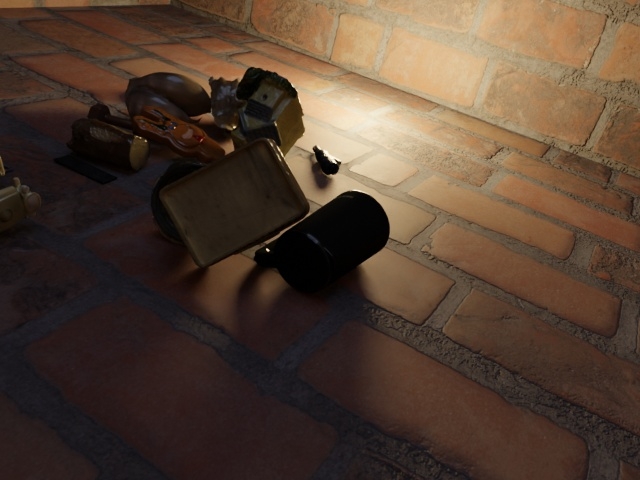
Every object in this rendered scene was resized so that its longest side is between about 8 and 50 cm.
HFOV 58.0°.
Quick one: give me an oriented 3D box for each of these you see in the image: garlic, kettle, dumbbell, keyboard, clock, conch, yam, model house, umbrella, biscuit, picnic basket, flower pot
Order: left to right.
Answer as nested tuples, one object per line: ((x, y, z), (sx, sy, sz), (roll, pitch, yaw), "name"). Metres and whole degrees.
((-0.869, -0.106, 1.428), (0.277, 0.120, 0.379), (-25, 50, -34), "clock")
((-0.735, -0.224, 1.803), (0.202, 0.011, 0.067), (24, 30, 16), "keyboard")
((-0.687, -0.314, 1.871), (0.239, 0.129, 0.128), (18, 65, 7), "yam")
((-0.720, -0.425, 2.080), (0.231, 0.092, 0.082), (18, 58, 4), "dumbbell")
((-0.571, -0.508, 2.240), (0.340, 0.231, 0.246), (15, -18, -33), "garlic")
((-0.493, -0.372, 2.038), (0.334, 0.047, 0.202), (28, 32, -9), "biscuit")
((-0.346, -0.106, 1.608), (0.236, 0.235, 0.140), (12, 7, -5), "flower pot")
((-0.336, -0.549, 2.310), (0.263, 0.186, 0.324), (39, 23, -30), "conch")
((-0.208, -0.091, 1.456), (0.313, 0.227, 0.175), (-29, 1, -3), "picnic basket")
((-0.228, -0.423, 2.085), (0.261, 0.321, 0.266), (25, 72, 16), "model house")
((0.007, -0.320, 2.248), (0.071, 0.070, 0.248), (0, 29, -23), "umbrella")
((0.005, -0.011, 1.584), (0.262, 0.203, 0.308), (31, 36, 22), "kettle")

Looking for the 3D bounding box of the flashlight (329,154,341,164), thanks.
((0.046, -0.327, 2.313), (0.083, 0.018, 0.018), (30, 34, 24), "flashlight")

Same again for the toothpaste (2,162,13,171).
((-0.945, -0.187, 1.634), (0.045, 0.028, 0.170), (28, 28, 0), "toothpaste")
